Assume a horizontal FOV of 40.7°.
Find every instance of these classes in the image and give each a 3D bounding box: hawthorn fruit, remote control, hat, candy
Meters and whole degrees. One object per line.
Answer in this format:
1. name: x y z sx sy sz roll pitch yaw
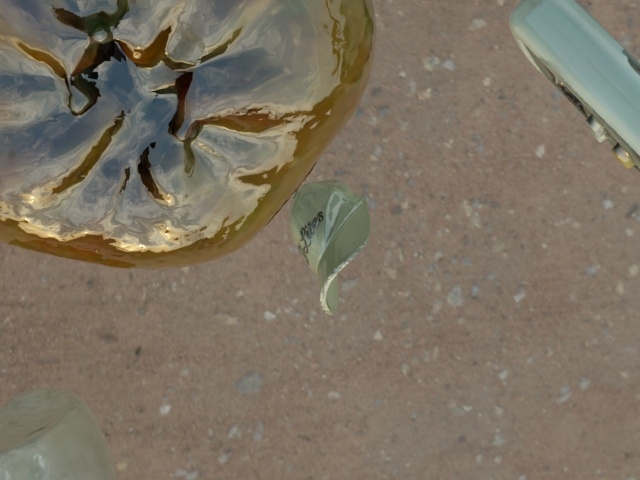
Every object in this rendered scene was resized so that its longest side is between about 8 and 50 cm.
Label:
1. hawthorn fruit: -0.117 -0.135 0.512 0.267 0.301 0.268 -5 115 -11
2. remote control: 0.253 -0.059 0.619 0.056 0.140 0.296 -43 75 17
3. hat: 0.005 0.004 0.833 0.081 0.166 0.122 13 126 -8
4. candy: -0.325 0.387 0.971 0.186 0.386 0.427 4 83 -3
